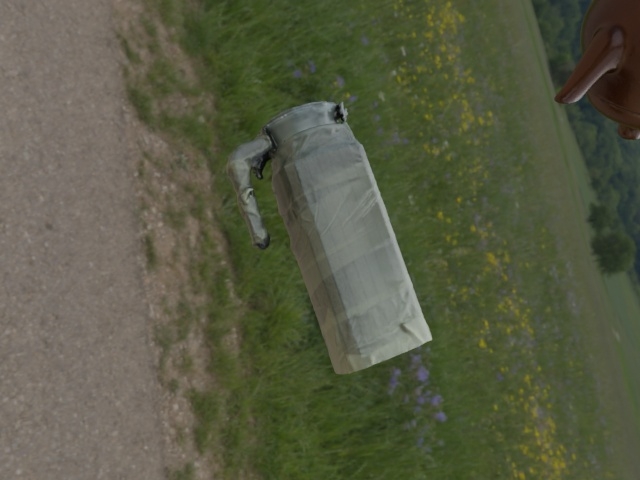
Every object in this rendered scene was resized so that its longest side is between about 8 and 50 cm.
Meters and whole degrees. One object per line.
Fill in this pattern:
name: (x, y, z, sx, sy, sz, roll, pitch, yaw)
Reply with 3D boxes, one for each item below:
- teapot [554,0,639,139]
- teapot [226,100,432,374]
teapot: (0.228, -0.117, 0.441, 0.173, 0.116, 0.116, -9, 81, -26)
teapot: (0.000, 0.000, 0.511, 0.077, 0.107, 0.200, 134, -61, -74)
